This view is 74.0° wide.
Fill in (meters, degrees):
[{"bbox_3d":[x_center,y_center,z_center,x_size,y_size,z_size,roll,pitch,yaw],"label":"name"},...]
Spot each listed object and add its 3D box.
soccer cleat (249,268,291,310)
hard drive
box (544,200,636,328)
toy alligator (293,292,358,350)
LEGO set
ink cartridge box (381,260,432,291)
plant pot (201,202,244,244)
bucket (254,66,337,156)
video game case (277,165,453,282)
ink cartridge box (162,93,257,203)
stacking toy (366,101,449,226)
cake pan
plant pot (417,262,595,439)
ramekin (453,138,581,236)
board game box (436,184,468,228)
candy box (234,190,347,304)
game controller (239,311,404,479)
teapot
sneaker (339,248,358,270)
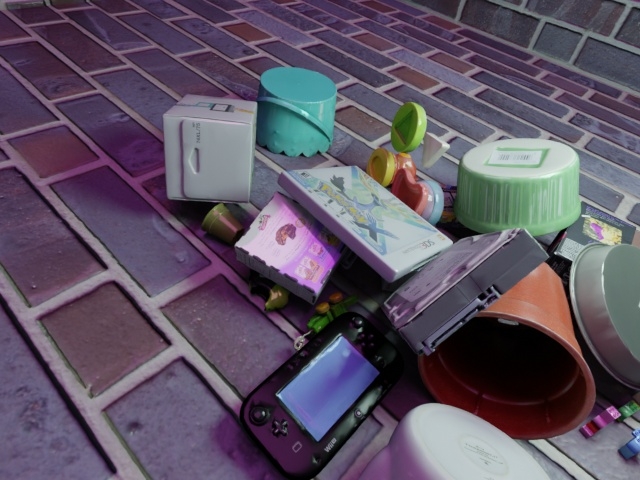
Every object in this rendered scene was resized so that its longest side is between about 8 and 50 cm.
[{"bbox_3d":[-0.131,0.075,0.928,0.072,0.060,0.179,-18,54,-26],"label":"soccer cleat"},{"bbox_3d":[0.221,0.081,0.756,0.236,0.339,0.064,-40,86,2],"label":"hard drive"},{"bbox_3d":[0.634,0.051,1.038,0.143,0.165,0.270,33,47,21],"label":"box"},{"bbox_3d":[0.002,0.161,0.876,0.189,0.056,0.051,-33,16,-33],"label":"toy alligator"},{"bbox_3d":[0.618,0.330,0.798,0.227,0.093,0.087,-14,49,-25],"label":"LEGO set"},{"bbox_3d":[0.208,0.079,0.973,0.122,0.089,0.052,10,45,-2],"label":"ink cartridge box"},{"bbox_3d":[-0.226,-0.032,1.011,0.079,0.083,0.083,38,48,9],"label":"plant pot"},{"bbox_3d":[-0.080,-0.414,1.353,0.280,0.183,0.281,6,44,-6],"label":"bucket"},{"bbox_3d":[0.110,-0.060,0.950,0.329,0.036,0.299,42,32,22],"label":"video game case"},{"bbox_3d":[-0.266,-0.237,1.070,0.196,0.198,0.270,4,28,-8],"label":"ink cartridge box"},{"bbox_3d":[0.269,-0.200,1.152,0.130,0.280,0.309,4,41,-24],"label":"stacking toy"},{"bbox_3d":[0.609,0.135,0.824,0.292,0.054,0.294,9,67,-23],"label":"cake pan"},{"bbox_3d":[0.353,0.170,0.804,0.272,0.273,0.265,26,38,14],"label":"plant pot"},{"bbox_3d":[0.493,-0.146,1.078,0.302,0.148,0.304,-9,29,5],"label":"ramekin"},{"bbox_3d":[0.402,-0.097,1.228,0.170,0.048,0.141,2,46,-10],"label":"board game box"},{"bbox_3d":[-0.055,0.012,0.898,0.196,0.070,0.165,29,63,9],"label":"candy box"},{"bbox_3d":[0.015,0.261,0.759,0.166,0.067,0.319,37,49,23],"label":"game controller"},{"bbox_3d":[0.195,0.378,0.602,0.252,0.187,0.256,9,17,-44],"label":"teapot"},{"bbox_3d":[0.000,0.000,0.999,0.268,0.101,0.153,-14,46,-28],"label":"sneaker"}]
